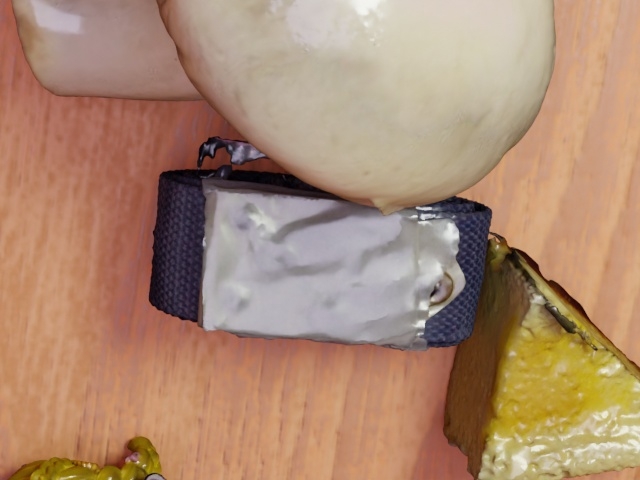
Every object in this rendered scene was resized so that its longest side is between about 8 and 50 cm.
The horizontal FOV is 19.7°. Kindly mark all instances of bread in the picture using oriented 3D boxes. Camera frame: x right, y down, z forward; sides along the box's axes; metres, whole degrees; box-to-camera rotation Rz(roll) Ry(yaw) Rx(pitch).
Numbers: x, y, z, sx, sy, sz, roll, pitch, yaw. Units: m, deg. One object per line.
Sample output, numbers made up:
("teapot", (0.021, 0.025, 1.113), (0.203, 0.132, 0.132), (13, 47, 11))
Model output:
("bread", (0.174, 0.076, 1.296), (0.169, 0.140, 0.160), (-8, 111, -6))

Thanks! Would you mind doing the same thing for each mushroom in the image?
("mushroom", (-0.008, -0.187, 1.172), (0.356, 0.315, 0.315), (29, 97, 7))

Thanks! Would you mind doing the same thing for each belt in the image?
("belt", (0.000, 0.000, 1.273), (0.231, 0.139, 0.126), (7, 100, -3))

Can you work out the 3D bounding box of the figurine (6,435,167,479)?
("figurine", (-0.184, 0.189, 1.329), (0.156, 0.115, 0.094), (-10, 127, 19))
